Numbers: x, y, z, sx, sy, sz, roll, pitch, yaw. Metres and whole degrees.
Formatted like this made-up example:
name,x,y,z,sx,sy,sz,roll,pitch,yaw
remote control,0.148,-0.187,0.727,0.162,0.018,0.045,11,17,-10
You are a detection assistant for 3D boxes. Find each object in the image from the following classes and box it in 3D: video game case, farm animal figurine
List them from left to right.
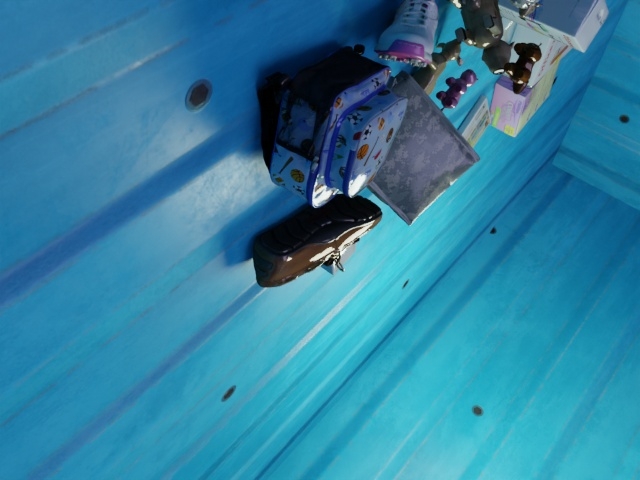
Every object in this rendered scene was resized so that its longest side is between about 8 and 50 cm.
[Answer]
name,x,y,z,sx,sy,sz,roll,pitch,yaw
video game case,0.504,-0.358,2.152,0.227,0.026,0.206,-57,158,1
farm animal figurine,0.362,-0.465,1.471,0.172,0.330,0.326,-13,105,-56

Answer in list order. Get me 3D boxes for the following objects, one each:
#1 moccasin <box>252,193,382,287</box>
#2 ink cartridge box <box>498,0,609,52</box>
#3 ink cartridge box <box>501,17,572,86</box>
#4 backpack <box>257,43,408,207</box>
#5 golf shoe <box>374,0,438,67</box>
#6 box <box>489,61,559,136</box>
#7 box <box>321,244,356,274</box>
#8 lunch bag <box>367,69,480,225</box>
name,x,y,z,sx,sy,sz,roll,pitch,yaw
moccasin,0.002,0.002,1.474,0.380,0.139,0.147,-35,149,-41
ink cartridge box,0.566,-0.599,1.603,0.201,0.278,0.117,-9,129,-61
ink cartridge box,0.699,-0.684,1.914,0.385,0.160,0.279,-41,154,-31
backpack,0.023,-0.197,1.176,0.276,0.213,0.263,-35,159,-43
golf shoe,0.175,-0.417,1.235,0.306,0.115,0.140,-69,171,-68
box,0.713,-0.530,2.216,0.243,0.117,0.213,-49,157,-19
box,0.029,0.011,1.612,0.102,0.087,0.101,-46,156,-23
lunch bag,0.177,-0.216,1.435,0.235,0.169,0.287,-44,125,6
